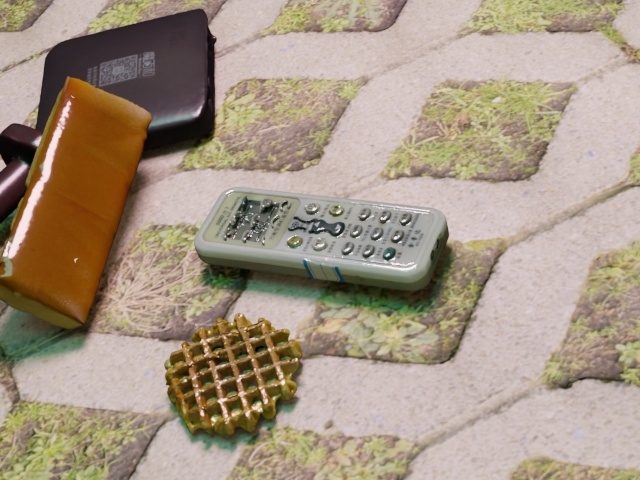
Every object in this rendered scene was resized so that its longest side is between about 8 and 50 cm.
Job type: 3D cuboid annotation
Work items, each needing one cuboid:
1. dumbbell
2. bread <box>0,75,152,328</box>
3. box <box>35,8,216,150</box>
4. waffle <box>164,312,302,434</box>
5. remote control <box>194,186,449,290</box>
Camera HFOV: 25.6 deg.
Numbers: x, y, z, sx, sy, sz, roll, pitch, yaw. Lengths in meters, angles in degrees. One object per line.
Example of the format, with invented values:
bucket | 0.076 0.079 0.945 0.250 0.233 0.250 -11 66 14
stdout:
dumbbell | -0.470 -0.056 2.040 0.140 0.124 0.225 20 54 32
bread | -0.347 -0.052 1.958 0.138 0.077 0.361 25 55 -18
box | -0.303 -0.240 2.213 0.289 0.073 0.290 -13 43 6
waffle | -0.109 0.165 1.757 0.191 0.038 0.191 -9 42 9
remote control | 0.000 0.000 1.871 0.335 0.065 0.128 7 50 24
